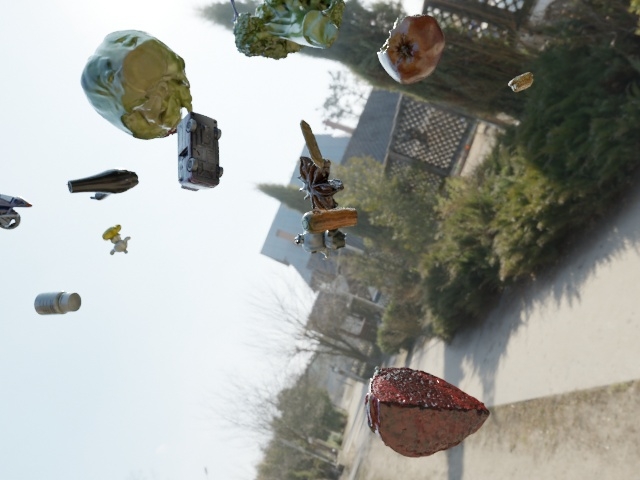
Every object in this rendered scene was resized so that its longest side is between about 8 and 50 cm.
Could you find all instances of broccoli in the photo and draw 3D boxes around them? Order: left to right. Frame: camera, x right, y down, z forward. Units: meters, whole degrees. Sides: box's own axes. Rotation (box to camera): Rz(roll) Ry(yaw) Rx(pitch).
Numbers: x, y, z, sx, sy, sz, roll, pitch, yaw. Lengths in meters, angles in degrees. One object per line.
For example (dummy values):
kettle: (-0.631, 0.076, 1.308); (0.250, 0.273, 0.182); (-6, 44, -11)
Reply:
broccoli: (-0.079, -0.511, 1.126); (0.302, 0.254, 0.186); (-67, -35, -64)

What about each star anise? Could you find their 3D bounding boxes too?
star anise: (0.003, -0.220, 1.895); (0.099, 0.214, 0.220); (-27, -53, -45)

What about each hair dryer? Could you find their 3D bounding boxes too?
hair dryer: (-0.793, -0.171, 1.774); (0.235, 0.091, 0.272); (-16, -6, -40)

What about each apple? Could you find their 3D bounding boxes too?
apple: (0.215, -0.445, 1.171); (0.156, 0.147, 0.158); (-31, 21, 35)

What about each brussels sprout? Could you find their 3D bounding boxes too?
brussels sprout: (-0.570, -0.480, 1.536); (0.276, 0.315, 0.371); (-41, 5, -24)

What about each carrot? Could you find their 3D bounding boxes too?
carrot: (0.031, -0.073, 1.733); (0.087, 0.193, 0.087); (169, 90, -67)

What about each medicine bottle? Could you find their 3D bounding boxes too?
medicine bottle: (-0.873, 0.208, 1.663); (0.080, 0.130, 0.080); (-5, -90, -78)

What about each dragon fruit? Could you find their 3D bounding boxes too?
dragon fruit: (0.215, 0.416, 1.218); (0.205, 0.317, 0.152); (-136, 60, -67)

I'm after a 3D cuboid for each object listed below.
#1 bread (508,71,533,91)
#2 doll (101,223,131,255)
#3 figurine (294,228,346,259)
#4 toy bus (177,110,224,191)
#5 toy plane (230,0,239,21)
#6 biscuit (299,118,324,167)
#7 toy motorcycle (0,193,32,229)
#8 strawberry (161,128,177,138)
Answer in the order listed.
bread: (0.713, -0.562, 1.770); (0.081, 0.083, 0.046); (-17, -94, -53)
doll: (-0.731, 0.000, 1.798); (0.071, 0.135, 0.113); (-43, -57, -54)
figurine: (0.000, 0.000, 1.849); (0.147, 0.192, 0.126); (-85, -1, -49)
toy bus: (-0.290, -0.205, 1.186); (0.087, 0.098, 0.178); (11, -115, -44)
toy plane: (-0.315, -0.855, 1.750); (0.062, 0.054, 0.167); (-48, -38, -32)
biscuit: (-0.023, -0.262, 1.350); (0.071, 0.018, 0.147); (9, -120, -67)
toy motorcycle: (-0.839, -0.105, 1.239); (0.114, 0.205, 0.076); (-46, 31, 20)
strawberry: (-0.624, -0.448, 1.873); (0.140, 0.192, 0.085); (44, -141, -48)
